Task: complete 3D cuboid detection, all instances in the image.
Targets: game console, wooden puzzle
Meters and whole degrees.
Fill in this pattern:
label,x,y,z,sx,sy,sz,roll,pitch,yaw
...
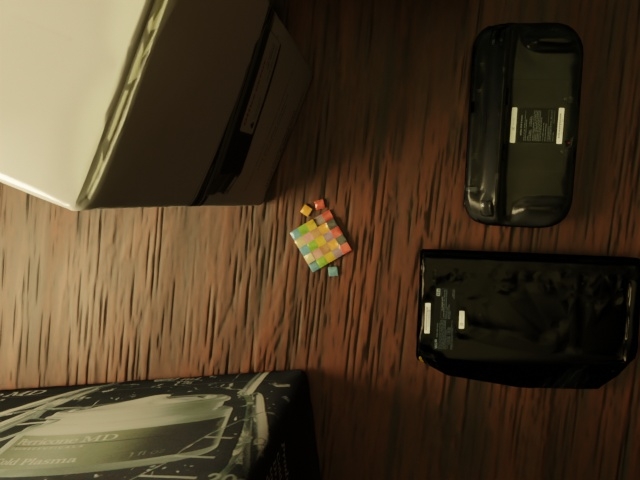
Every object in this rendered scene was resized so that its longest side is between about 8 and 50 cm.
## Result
label,x,y,z,sx,sy,sz,roll,pitch,yaw
game console,0.210,-0.032,0.625,0.213,0.044,0.361,3,95,5
wooden puzzle,0.000,0.000,0.668,0.049,0.006,0.083,-30,90,8

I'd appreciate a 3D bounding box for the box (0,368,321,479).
label,x,y,z,sx,sy,sz,roll,pitch,yaw
box,-0.259,0.315,0.486,0.479,0.472,0.297,-5,92,7

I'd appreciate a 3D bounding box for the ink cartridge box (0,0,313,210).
label,x,y,z,sx,sy,sz,roll,pitch,yaw
ink cartridge box,-0.186,-0.148,0.485,0.285,0.395,0.166,22,96,5
